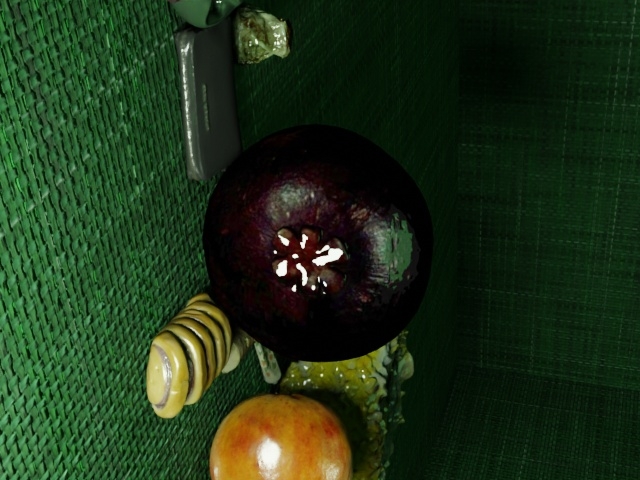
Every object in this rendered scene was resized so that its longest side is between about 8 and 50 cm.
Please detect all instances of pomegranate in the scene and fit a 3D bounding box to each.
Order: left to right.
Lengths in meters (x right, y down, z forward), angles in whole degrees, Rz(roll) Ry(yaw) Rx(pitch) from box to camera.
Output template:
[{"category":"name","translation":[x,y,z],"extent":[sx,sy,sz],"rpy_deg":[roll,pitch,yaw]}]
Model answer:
[{"category":"pomegranate","translation":[-0.070,0.402,1.647],"extent":[0.229,0.251,0.271],"rpy_deg":[122,-25,-83]}]

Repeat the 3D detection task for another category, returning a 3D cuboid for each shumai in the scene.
[{"category":"shumai","translation":[-0.093,-0.339,1.560],"extent":[0.124,0.087,0.099],"rpy_deg":[-54,148,-55]}]

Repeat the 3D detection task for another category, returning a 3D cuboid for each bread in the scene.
[{"category":"bread","translation":[-0.194,0.172,1.436],"extent":[0.225,0.081,0.134],"rpy_deg":[-49,141,-63]}]

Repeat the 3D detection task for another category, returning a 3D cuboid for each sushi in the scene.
[{"category":"sushi","translation":[0.061,0.337,2.061],"extent":[0.351,0.239,0.397],"rpy_deg":[-61,155,-53]}]

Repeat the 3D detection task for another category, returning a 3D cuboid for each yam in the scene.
[{"category":"yam","translation":[-0.121,0.152,1.693],"extent":[0.300,0.066,0.066],"rpy_deg":[-48,141,-63]}]

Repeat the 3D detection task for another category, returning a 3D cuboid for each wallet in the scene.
[{"category":"wallet","translation":[-0.169,-0.214,1.441],"extent":[0.149,0.044,0.250],"rpy_deg":[-46,140,-57]}]

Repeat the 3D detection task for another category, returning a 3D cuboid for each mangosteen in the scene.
[{"category":"mangosteen","translation":[0.000,0.000,1.544],"extent":[0.435,0.381,0.382],"rpy_deg":[-65,159,-82]}]

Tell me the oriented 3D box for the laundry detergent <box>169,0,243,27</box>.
[{"category":"laundry detergent","translation":[-0.167,-0.370,1.328],"extent":[0.222,0.078,0.144],"rpy_deg":[-62,153,-52]}]

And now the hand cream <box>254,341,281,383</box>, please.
[{"category":"hand cream","translation":[-0.108,0.216,1.823],"extent":[0.057,0.037,0.165],"rpy_deg":[-63,148,-49]}]
